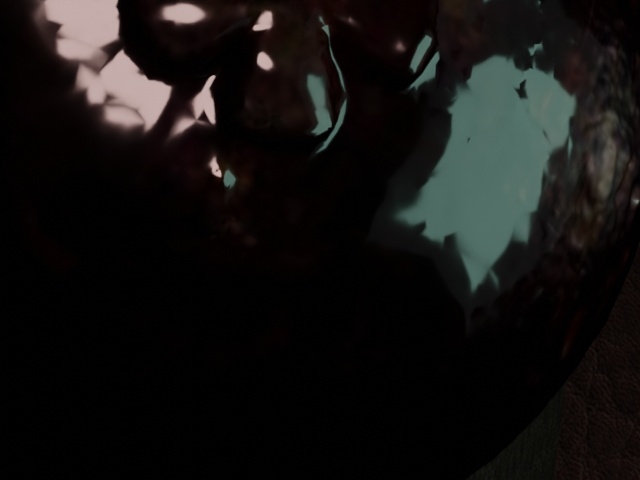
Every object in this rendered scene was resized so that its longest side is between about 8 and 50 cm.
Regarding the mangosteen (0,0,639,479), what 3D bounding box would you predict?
[{"bbox_3d":[-0.058,-0.038,0.557,0.297,0.313,0.297,19,60,-37],"label":"mangosteen"}]
